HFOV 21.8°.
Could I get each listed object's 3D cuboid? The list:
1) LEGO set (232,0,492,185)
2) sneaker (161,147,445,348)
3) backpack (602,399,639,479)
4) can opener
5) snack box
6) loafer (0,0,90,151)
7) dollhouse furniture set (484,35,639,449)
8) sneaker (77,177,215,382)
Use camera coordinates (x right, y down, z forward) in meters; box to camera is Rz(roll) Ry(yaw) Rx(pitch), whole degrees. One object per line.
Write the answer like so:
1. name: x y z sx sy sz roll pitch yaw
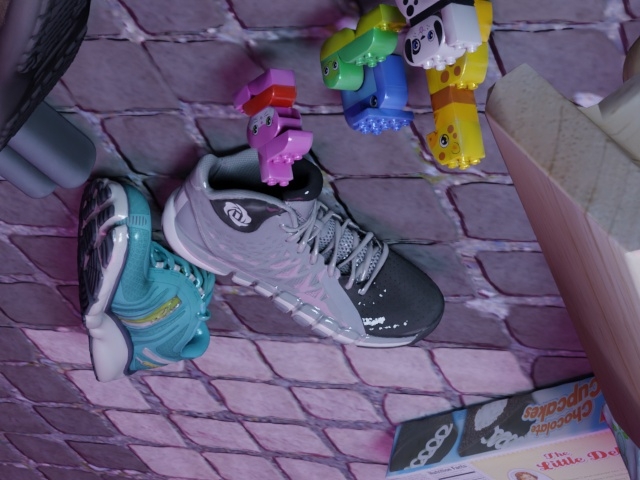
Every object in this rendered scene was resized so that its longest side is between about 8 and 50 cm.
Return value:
1. LEGO set: 0.048 -0.084 1.021 0.087 0.093 0.227 2 162 -36
2. sneaker: 0.000 0.000 1.222 0.228 0.086 0.132 21 148 -7
3. backpack: 0.326 0.142 1.119 0.253 0.191 0.225 14 144 -30
4. can opener: -0.279 -0.107 1.177 0.074 0.093 0.280 -11 146 38
5. snack box: 0.232 0.200 1.473 0.187 0.060 0.322 33 147 -28
6. loafer: -0.200 -0.164 0.979 0.130 0.134 0.366 35 151 -5
7. dollhouse furniture set: 0.103 -0.142 0.561 0.394 0.256 0.362 51 175 38
8. sneaker: -0.141 0.030 1.356 0.110 0.107 0.275 -4 155 -3
